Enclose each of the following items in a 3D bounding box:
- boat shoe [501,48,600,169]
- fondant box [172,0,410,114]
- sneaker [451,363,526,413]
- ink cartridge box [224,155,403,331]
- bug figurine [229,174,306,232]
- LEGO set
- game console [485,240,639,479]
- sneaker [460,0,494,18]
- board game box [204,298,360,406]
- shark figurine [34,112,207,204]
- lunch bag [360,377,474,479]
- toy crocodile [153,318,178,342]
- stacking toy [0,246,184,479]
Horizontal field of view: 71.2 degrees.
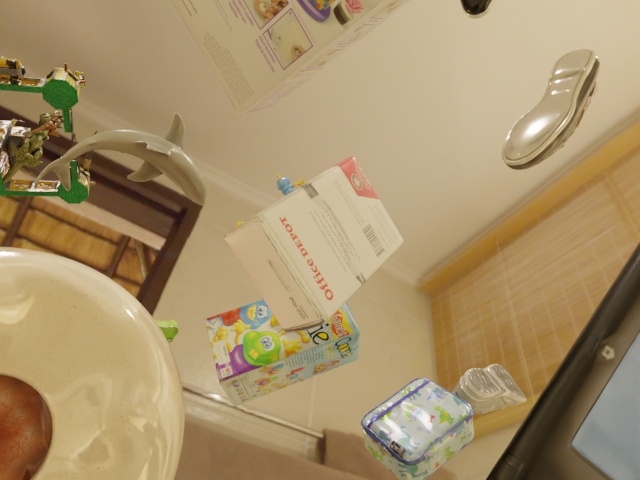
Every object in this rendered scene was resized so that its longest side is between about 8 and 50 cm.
[{"bbox_3d":[0.476,-0.245,0.894,0.112,0.335,0.095,10,-32,53],"label":"boat shoe"},{"bbox_3d":[-0.030,-0.348,0.551,0.330,0.096,0.238,-26,-82,34],"label":"fondant box"},{"bbox_3d":[0.423,0.389,1.153,0.281,0.105,0.115,19,-59,-37],"label":"sneaker"},{"bbox_3d":[0.000,0.000,0.628,0.092,0.218,0.159,-24,-80,45],"label":"ink cartridge box"},{"bbox_3d":[-0.121,-0.035,1.234,0.279,0.072,0.216,-45,-109,19],"label":"bug figurine"},{"bbox_3d":[-0.611,-0.246,0.948,0.254,0.192,0.331,-9,-50,-18],"label":"LEGO set"},{"bbox_3d":[0.368,0.197,0.420,0.342,0.386,0.060,40,-10,-9],"label":"game console"},{"bbox_3d":[0.272,-0.525,0.796,0.079,0.121,0.217,8,-83,34],"label":"sneaker"},{"bbox_3d":[-0.073,0.203,0.916,0.275,0.142,0.144,-18,-36,-11],"label":"board game box"},{"bbox_3d":[-0.328,-0.151,0.778,0.278,0.116,0.166,4,-78,-25],"label":"shark figurine"},{"bbox_3d":[0.208,0.404,0.976,0.219,0.176,0.090,-22,-65,-28],"label":"lunch bag"},{"bbox_3d":[-0.478,0.203,0.948,0.340,0.115,0.105,-5,-84,-15],"label":"toy crocodile"},{"bbox_3d":[-0.381,0.225,0.560,0.350,0.351,0.480,26,-25,-17],"label":"stacking toy"}]
